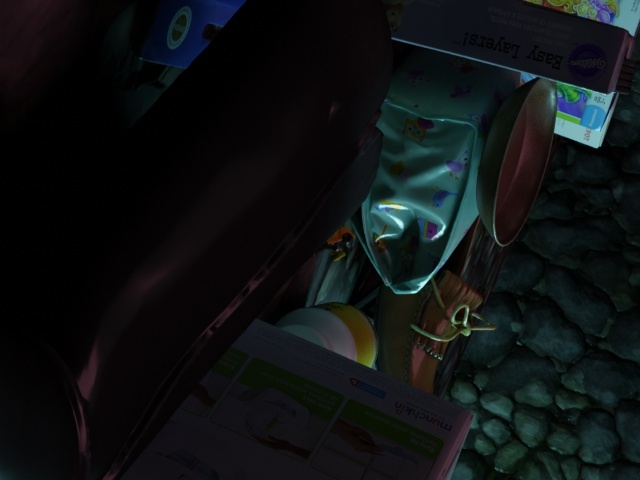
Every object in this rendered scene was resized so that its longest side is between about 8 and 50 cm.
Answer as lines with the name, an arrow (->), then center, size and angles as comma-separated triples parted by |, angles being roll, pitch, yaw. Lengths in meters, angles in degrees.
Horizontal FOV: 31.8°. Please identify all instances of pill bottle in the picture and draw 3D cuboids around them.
pill bottle -> -0.002, 0.124, 1.252 | 0.184, 0.103, 0.103 | 0, 112, -75

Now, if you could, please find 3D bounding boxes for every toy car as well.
toy car -> 0.000, 0.000, 1.255 | 0.122, 0.060, 0.041 | 123, -52, -77

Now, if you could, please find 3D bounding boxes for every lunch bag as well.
lunch bag -> 0.141, -0.091, 1.357 | 0.223, 0.160, 0.262 | -53, 154, -48

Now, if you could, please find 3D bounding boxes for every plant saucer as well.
plant saucer -> 0.217, -0.093, 1.265 | 0.198, 0.036, 0.199 | -46, 145, -46

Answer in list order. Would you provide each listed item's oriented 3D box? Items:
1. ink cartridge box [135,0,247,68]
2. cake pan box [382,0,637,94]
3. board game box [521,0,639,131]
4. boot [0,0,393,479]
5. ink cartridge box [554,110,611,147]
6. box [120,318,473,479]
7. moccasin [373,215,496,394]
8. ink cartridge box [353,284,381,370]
ink cartridge box -> -0.028, -0.214, 0.767 | 0.224, 0.045, 0.223 | -70, 166, 10
cake pan box -> 0.182, -0.206, 1.111 | 0.246, 0.266, 0.070 | -32, 137, -71
board game box -> 0.308, -0.330, 1.458 | 0.347, 0.233, 0.078 | 97, 21, -46
boot -> -0.088, -0.014, 0.558 | 0.445, 0.146, 0.367 | -47, 169, -35
ink cartridge box -> 0.401, -0.267, 1.925 | 0.093, 0.219, 0.160 | -62, 165, -22
box -> -0.053, 0.188, 0.839 | 0.127, 0.261, 0.231 | 99, 18, -44
moccasin -> 0.165, 0.070, 1.540 | 0.139, 0.146, 0.380 | 47, 53, -62
ink cartridge box -> 0.070, 0.215, 1.741 | 0.303, 0.072, 0.307 | -32, 140, -67
